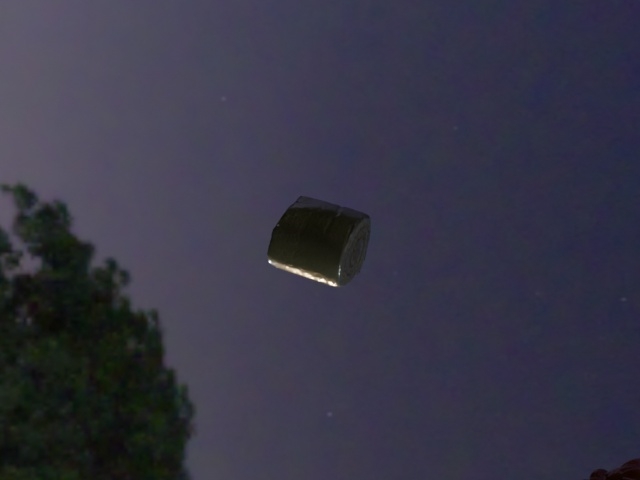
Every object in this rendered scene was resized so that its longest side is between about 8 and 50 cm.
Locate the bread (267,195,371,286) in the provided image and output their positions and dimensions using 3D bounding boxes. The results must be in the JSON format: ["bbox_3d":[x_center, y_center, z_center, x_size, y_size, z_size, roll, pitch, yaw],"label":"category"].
[{"bbox_3d":[0.000,0.000,1.905,0.141,0.148,0.134,17,-80,15],"label":"bread"}]

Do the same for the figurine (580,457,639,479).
[{"bbox_3d":[0.374,0.459,1.473,0.306,0.412,0.241,-25,-83,48],"label":"figurine"}]
